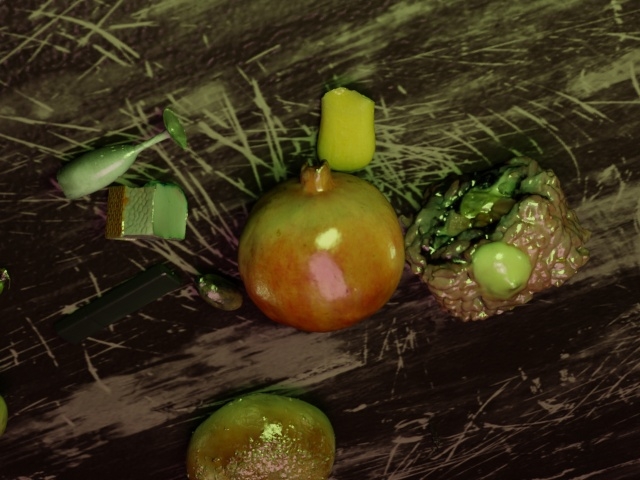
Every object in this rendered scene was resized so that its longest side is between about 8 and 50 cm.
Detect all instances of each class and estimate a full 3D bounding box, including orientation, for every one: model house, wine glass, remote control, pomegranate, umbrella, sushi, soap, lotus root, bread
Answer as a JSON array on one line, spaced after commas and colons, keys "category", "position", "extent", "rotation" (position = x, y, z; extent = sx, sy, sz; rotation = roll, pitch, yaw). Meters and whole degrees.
[{"category": "model house", "position": [-0.269, -0.043, 1.654], "extent": [0.100, 0.087, 0.101], "rotation": [-1, 174, 25]}, {"category": "wine glass", "position": [-0.293, -0.122, 1.576], "extent": [0.198, 0.066, 0.066], "rotation": [-24, 134, 16]}, {"category": "remote control", "position": [-0.342, 0.110, 1.830], "extent": [0.245, 0.025, 0.063], "rotation": [-30, 136, 20]}, {"category": "pomegranate", "position": [0.000, 0.000, 1.635], "extent": [0.252, 0.229, 0.270], "rotation": [-6, 125, 8]}, {"category": "umbrella", "position": [0.234, 0.400, 2.228], "extent": [0.022, 0.013, 0.122], "rotation": [5, 140, 16]}, {"category": "sushi", "position": [0.268, -0.005, 1.671], "extent": [0.270, 0.236, 0.171], "rotation": [-23, 126, 19]}, {"category": "soap", "position": [0.041, -0.166, 1.604], "extent": [0.089, 0.033, 0.168], "rotation": [-3, 136, -9]}, {"category": "lotus root", "position": [-0.173, 0.085, 1.811], "extent": [0.099, 0.054, 0.049], "rotation": [30, 103, -34]}, {"category": "bread", "position": [-0.111, 0.429, 2.096], "extent": [0.306, 0.158, 0.305], "rotation": [-6, 136, -6]}]

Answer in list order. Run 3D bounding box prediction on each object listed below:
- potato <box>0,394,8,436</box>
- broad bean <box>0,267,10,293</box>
[{"category": "potato", "position": [-0.687, 0.325, 1.912], "extent": [0.296, 0.141, 0.191], "rotation": [-24, 131, 18]}, {"category": "broad bean", "position": [-0.614, 0.107, 1.766], "extent": [0.255, 0.046, 0.065], "rotation": [-17, 128, 6]}]
